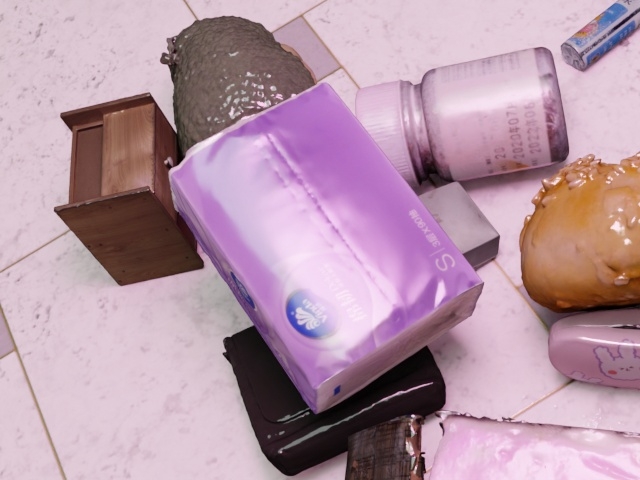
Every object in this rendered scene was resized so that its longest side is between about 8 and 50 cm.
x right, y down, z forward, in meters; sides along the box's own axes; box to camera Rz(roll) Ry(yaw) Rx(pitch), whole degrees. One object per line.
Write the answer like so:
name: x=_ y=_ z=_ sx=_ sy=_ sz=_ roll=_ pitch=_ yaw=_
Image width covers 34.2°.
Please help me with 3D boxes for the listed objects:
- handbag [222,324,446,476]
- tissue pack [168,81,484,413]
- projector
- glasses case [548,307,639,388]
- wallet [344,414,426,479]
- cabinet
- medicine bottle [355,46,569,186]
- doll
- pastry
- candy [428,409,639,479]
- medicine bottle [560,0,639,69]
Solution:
handbag: x=0.016 y=0.170 z=1.344 sx=0.247 sy=0.080 sz=0.223 roll=-24 pitch=47 yaw=-3
tissue pack: x=0.000 y=0.000 z=1.260 sx=0.242 sy=0.160 sz=0.338 roll=-32 pitch=72 yaw=-13
projector: x=0.150 y=0.000 z=1.399 sx=0.147 sy=0.061 sz=0.115 roll=-24 pitch=52 yaw=-12
glasses case: x=0.417 y=0.128 z=1.212 sx=0.297 sy=0.113 sz=0.075 roll=-1 pitch=57 yaw=18
wallet: x=0.062 y=0.357 z=1.132 sx=0.044 sy=0.169 sz=0.316 roll=11 pitch=69 yaw=-18
cabinet: x=-0.266 y=-0.071 z=1.500 sx=0.148 sy=0.215 sz=0.174 roll=-12 pitch=56 yaw=11
medicine bottle: x=0.196 y=-0.163 z=1.439 sx=0.274 sy=0.165 sz=0.165 roll=-11 pitch=56 yaw=13
doll: x=-0.107 y=-0.197 z=1.528 sx=0.247 sy=0.247 sz=0.349 roll=-30 pitch=48 yaw=-1
pastry: x=0.386 y=-0.020 z=1.207 sx=0.316 sy=0.284 sz=0.184 roll=-8 pitch=82 yaw=12
candy: x=0.255 y=0.275 z=1.148 sx=0.265 sy=0.155 sz=0.115 roll=2 pitch=58 yaw=19
medicine bottle: x=0.440 y=-0.324 z=1.528 sx=0.191 sy=0.051 sz=0.051 roll=-37 pitch=55 yaw=-8
